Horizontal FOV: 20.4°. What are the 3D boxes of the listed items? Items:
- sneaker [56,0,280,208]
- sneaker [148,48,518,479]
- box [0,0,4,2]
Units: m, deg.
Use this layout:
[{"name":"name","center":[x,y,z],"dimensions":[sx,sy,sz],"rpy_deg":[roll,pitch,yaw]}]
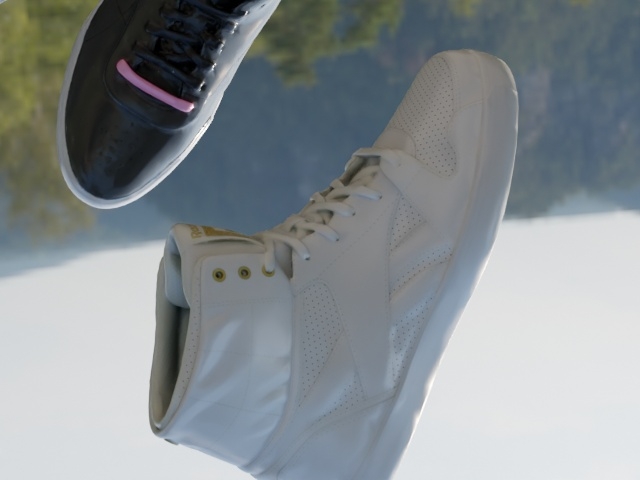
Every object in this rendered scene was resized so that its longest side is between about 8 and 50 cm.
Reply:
[{"name":"sneaker","center":[-0.074,-0.154,1.119],"dimensions":[0.105,0.295,0.147],"rpy_deg":[32,175,-11]},{"name":"sneaker","center":[0.000,0.000,1.043],"dimensions":[0.169,0.292,0.108],"rpy_deg":[23,172,-22]},{"name":"box","center":[-0.304,-0.210,1.198],"dimensions":[0.158,0.156,0.093],"rpy_deg":[-29,167,6]}]
